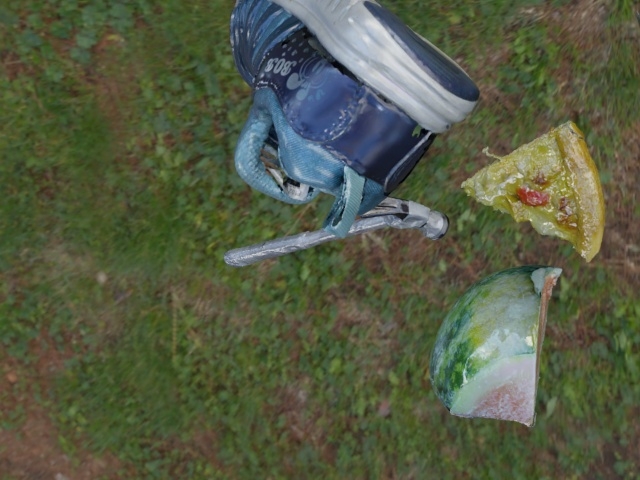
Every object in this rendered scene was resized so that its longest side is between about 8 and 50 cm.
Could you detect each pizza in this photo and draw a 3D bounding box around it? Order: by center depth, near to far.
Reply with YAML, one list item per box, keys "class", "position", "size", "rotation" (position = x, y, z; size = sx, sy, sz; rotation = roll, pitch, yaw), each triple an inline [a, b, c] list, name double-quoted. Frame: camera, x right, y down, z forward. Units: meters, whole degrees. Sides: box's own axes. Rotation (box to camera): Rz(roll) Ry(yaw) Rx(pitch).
- class: "pizza"
  position: [0.380, -0.081, 1.706]
  size: [0.288, 0.075, 0.280]
  rotation: [0, 125, 44]

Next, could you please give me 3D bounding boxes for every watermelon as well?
- class: "watermelon"
  position: [0.279, 0.137, 1.400]
  size: [0.224, 0.305, 0.180]
  rotation: [-34, 99, 31]

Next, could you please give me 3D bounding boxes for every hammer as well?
- class: "hammer"
  position: [0.000, -0.001, 1.510]
  size: [0.427, 0.152, 0.044]
  rotation: [-16, 65, 43]

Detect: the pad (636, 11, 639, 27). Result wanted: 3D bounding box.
- class: "pad"
  position: [0.339, -0.115, 0.856]
  size: [0.004, 0.190, 0.127]
  rotation: [-33, 57, 11]

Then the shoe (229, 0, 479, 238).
- class: "shoe"
  position: [-0.008, -0.072, 0.471]
  size: [0.091, 0.207, 0.106]
  rotation: [31, 99, -27]
